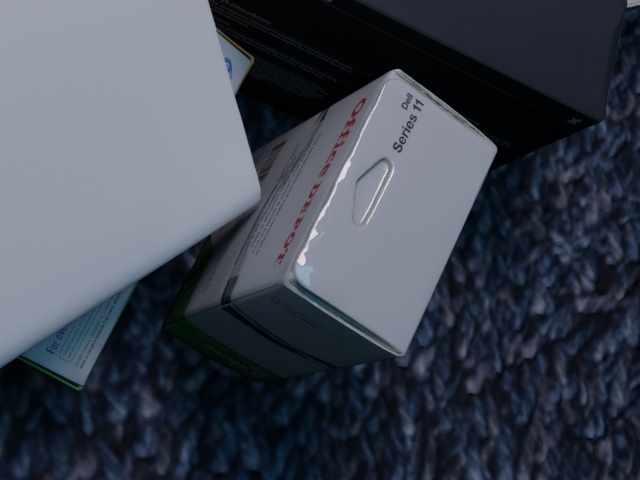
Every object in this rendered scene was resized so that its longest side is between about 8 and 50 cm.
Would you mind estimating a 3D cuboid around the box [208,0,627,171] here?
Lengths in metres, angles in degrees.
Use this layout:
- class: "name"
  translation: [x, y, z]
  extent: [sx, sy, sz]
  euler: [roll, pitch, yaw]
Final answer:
- class: "box"
  translation: [0.043, -0.147, 0.842]
  extent: [0.261, 0.184, 0.103]
  euler: [23, 72, -20]

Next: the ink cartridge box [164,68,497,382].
- class: "ink cartridge box"
  translation: [0.000, 0.000, 0.779]
  extent: [0.087, 0.208, 0.153]
  euler: [33, 68, -17]

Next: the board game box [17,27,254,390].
- class: "board game box"
  translation: [-0.204, -0.087, 0.687]
  extent: [0.316, 0.064, 0.242]
  euler: [38, 74, -43]

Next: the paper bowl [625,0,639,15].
- class: "paper bowl"
  translation: [0.192, -0.310, 0.965]
  extent: [0.284, 0.148, 0.284]
  euler: [6, 77, -25]

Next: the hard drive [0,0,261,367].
- class: "hard drive"
  translation: [-0.175, -0.040, 0.651]
  extent: [0.307, 0.040, 0.203]
  euler: [-35, 123, -34]
